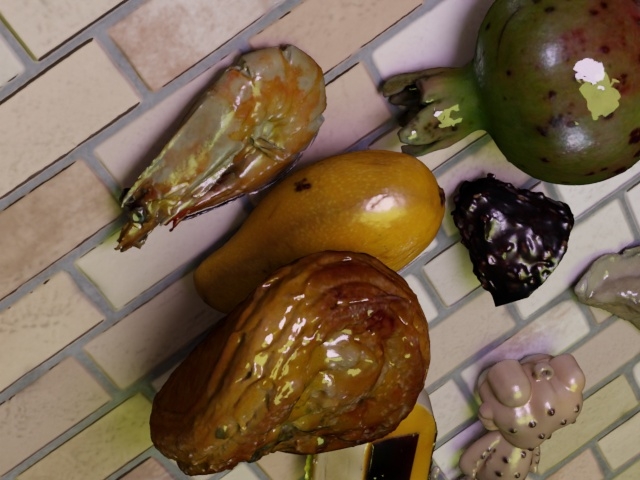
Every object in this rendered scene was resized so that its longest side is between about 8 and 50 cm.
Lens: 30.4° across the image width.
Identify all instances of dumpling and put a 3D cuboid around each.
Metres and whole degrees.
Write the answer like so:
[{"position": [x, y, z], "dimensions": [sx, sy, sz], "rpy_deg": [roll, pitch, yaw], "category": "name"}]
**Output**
[{"position": [0.501, 0.083, 1.639], "dimensions": [0.332, 0.086, 0.166], "rpy_deg": [26, 110, -39], "category": "dumpling"}]

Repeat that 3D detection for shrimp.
[{"position": [-0.108, -0.087, 1.260], "dimensions": [0.294, 0.062, 0.154], "rpy_deg": [-40, 134, 1], "category": "shrimp"}]

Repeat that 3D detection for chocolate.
[{"position": [0.214, -0.018, 1.428], "dimensions": [0.133, 0.156, 0.156], "rpy_deg": [37, 101, -12], "category": "chocolate"}]

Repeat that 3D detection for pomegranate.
[{"position": [0.239, -0.155, 1.289], "dimensions": [0.306, 0.242, 0.242], "rpy_deg": [-35, 131, 24], "category": "pomegranate"}]

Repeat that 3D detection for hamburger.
[{"position": [0.066, 0.267, 1.536], "dimensions": [0.173, 0.116, 0.210], "rpy_deg": [-11, 120, -29], "category": "hamburger"}]

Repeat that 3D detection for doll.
[{"position": [0.260, 0.267, 1.631], "dimensions": [0.154, 0.119, 0.278], "rpy_deg": [8, 126, -28], "category": "doll"}]

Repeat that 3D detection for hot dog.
[{"position": [-0.043, 0.157, 1.279], "dimensions": [0.266, 0.174, 0.387], "rpy_deg": [-3, 155, -29], "category": "hot dog"}]

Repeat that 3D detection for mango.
[{"position": [0.000, -0.005, 1.315], "dimensions": [0.294, 0.120, 0.177], "rpy_deg": [-24, 141, 21], "category": "mango"}]
